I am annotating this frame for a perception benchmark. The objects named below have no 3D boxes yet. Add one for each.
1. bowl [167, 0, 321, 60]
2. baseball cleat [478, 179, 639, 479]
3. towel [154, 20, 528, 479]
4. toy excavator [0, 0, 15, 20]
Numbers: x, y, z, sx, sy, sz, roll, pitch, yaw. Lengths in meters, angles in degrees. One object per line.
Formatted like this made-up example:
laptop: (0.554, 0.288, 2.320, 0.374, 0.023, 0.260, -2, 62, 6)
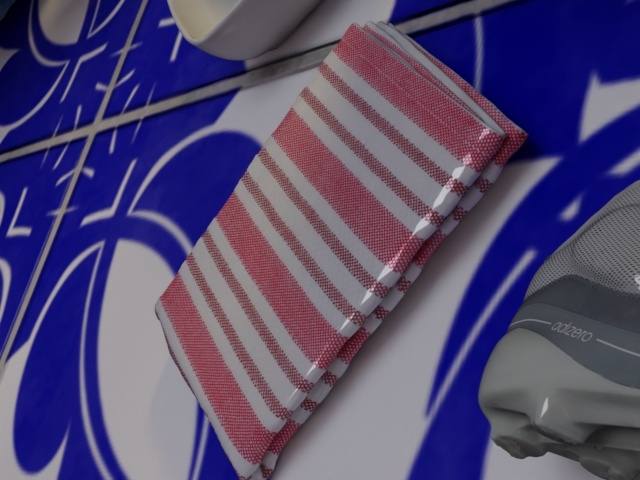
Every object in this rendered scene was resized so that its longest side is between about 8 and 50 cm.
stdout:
bowl: (-0.028, -0.176, 0.666, 0.142, 0.053, 0.142, -46, 37, 18)
baseball cleat: (0.130, 0.020, 0.302, 0.206, 0.072, 0.109, -1, 57, 47)
towel: (0.000, 0.000, 0.523, 0.197, 0.029, 0.144, -54, 34, 12)
toy excavator: (-0.282, -0.404, 1.069, 0.445, 0.222, 0.433, -23, 46, 22)
